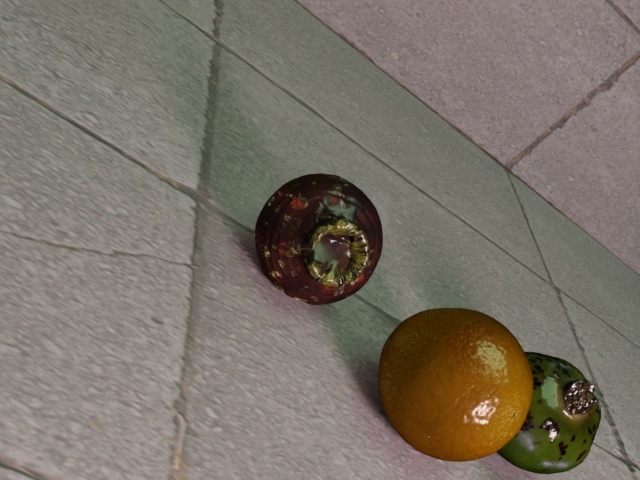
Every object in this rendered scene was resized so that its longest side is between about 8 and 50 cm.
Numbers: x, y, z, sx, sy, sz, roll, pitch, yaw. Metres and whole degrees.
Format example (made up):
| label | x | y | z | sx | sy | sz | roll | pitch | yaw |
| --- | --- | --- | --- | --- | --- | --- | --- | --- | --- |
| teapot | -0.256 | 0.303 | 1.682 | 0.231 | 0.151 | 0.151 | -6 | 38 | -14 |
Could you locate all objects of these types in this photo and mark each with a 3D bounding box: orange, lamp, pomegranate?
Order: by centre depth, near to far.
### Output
| label | x | y | z | sx | sy | sz | roll | pitch | yaw |
| --- | --- | --- | --- | --- | --- | --- | --- | --- | --- |
| orange | 0.231 | 0.247 | 1.449 | 0.274 | 0.274 | 0.274 | 35 | 29 | -23 |
| lamp | 0.000 | 0.000 | 1.488 | 0.247 | 0.247 | 0.247 | 35 | 29 | -23 |
| pomegranate | 0.439 | 0.335 | 1.643 | 0.254 | 0.270 | 0.254 | 10 | 61 | -19 |
